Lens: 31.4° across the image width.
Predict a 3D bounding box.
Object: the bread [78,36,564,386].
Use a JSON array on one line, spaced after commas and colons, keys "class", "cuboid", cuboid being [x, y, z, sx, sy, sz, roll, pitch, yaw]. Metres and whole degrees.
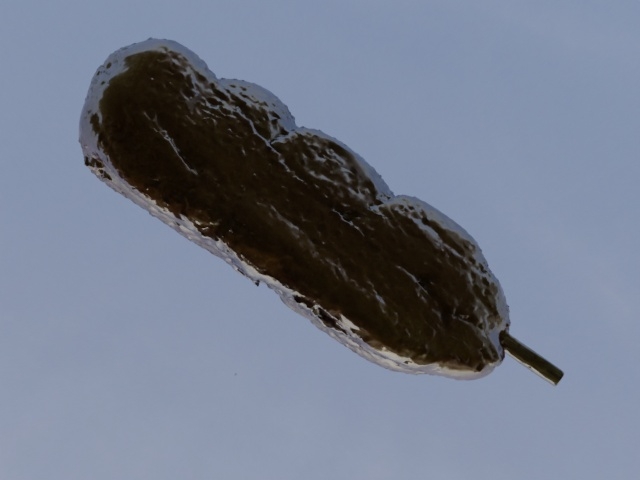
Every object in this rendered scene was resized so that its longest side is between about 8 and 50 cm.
[{"class": "bread", "cuboid": [0.001, -0.001, 0.705, 0.344, 0.084, 0.124, 34, -125, -3]}]
